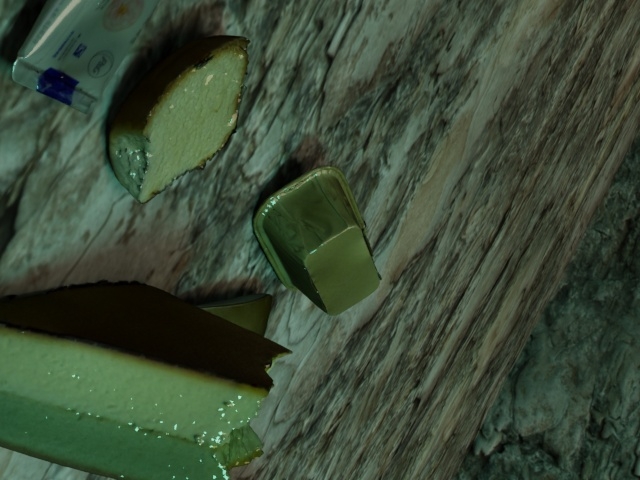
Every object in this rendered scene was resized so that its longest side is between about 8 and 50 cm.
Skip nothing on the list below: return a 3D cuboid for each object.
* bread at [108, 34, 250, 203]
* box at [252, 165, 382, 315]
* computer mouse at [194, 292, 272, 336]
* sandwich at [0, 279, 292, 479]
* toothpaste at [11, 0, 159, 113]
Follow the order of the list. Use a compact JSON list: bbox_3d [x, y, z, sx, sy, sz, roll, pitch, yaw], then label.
[{"bbox_3d":[-0.108,-0.095,0.806,0.129,0.044,0.126,-46,159,-43],"label":"bread"},{"bbox_3d":[0.000,0.000,1.082,0.111,0.111,0.177,-56,152,-19],"label":"box"},{"bbox_3d":[-0.099,0.101,1.030,0.199,0.045,0.102,-4,115,-66],"label":"computer mouse"},{"bbox_3d":[-0.132,0.113,0.787,0.220,0.186,0.108,-4,115,-64],"label":"sandwich"},{"bbox_3d":[-0.091,-0.230,0.674,0.323,0.066,0.100,-60,163,3],"label":"toothpaste"}]
